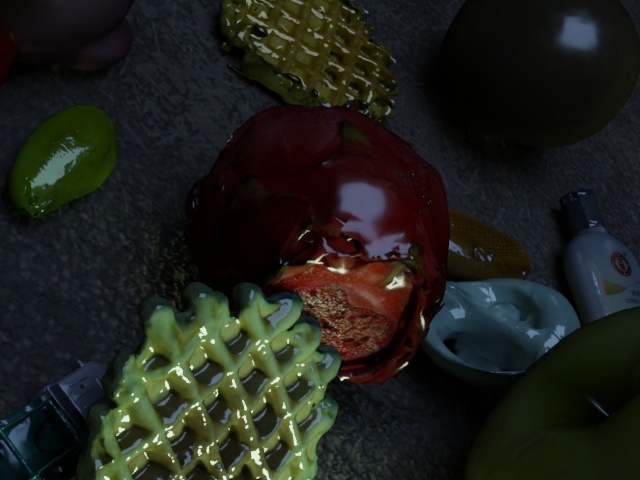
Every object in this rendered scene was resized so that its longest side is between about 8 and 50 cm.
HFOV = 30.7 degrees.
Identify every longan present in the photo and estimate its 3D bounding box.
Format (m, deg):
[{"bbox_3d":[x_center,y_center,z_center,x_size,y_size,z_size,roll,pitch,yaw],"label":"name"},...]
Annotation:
[{"bbox_3d":[0.322,-0.268,1.713,0.297,0.297,0.297,21,49,-26],"label":"longan"}]

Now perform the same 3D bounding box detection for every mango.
[{"bbox_3d":[-0.272,-0.085,1.245,0.091,0.074,0.165,40,44,-11],"label":"mango"}]

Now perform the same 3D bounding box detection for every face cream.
[{"bbox_3d":[0.417,0.060,1.693,0.144,0.071,0.291,9,55,-34],"label":"face cream"}]

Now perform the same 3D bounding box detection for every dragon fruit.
[{"bbox_3d":[0.000,0.000,1.255,0.296,0.295,0.301,24,20,-24],"label":"dragon fruit"}]

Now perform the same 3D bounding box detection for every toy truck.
[{"bbox_3d":[-0.259,0.189,1.027,0.110,0.116,0.216,53,43,6],"label":"toy truck"}]

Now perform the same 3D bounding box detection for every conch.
[{"bbox_3d":[0.213,0.119,1.435,0.221,0.120,0.185,4,20,-10],"label":"conch"}]

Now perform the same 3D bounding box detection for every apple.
[{"bbox_3d":[0.381,0.303,1.231,0.474,0.473,0.473,21,49,-26],"label":"apple"}]

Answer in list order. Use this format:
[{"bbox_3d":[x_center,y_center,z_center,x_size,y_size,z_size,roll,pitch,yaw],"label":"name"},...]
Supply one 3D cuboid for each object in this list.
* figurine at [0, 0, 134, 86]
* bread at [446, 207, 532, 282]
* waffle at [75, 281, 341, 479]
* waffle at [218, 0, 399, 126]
[{"bbox_3d":[-0.309,-0.308,1.266,0.211,0.269,0.261,50,34,11],"label":"figurine"},{"bbox_3d":[0.190,0.015,1.543,0.189,0.077,0.114,25,28,-22],"label":"bread"},{"bbox_3d":[-0.099,0.188,1.073,0.292,0.056,0.309,13,92,-49],"label":"waffle"},{"bbox_3d":[-0.006,-0.262,1.596,0.281,0.060,0.262,-15,70,-44],"label":"waffle"}]
